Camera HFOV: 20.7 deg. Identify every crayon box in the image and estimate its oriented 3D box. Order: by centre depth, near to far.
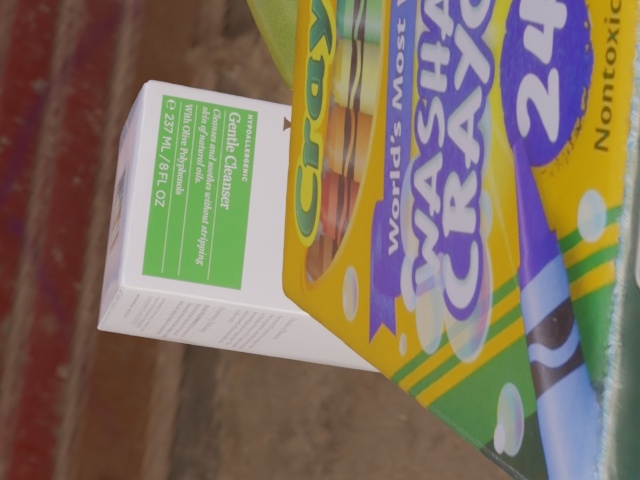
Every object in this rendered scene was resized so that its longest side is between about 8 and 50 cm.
[{"bbox_3d":[0.058,-0.059,0.522,0.323,0.083,0.203,-148,60,-73],"label":"crayon box"}]

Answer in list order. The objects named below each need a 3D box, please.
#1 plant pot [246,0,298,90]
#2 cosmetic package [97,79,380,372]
[{"bbox_3d":[-0.004,-0.363,1.935,0.274,0.293,0.275,-33,10,7],"label":"plant pot"},{"bbox_3d":[0.000,0.000,1.555,0.155,0.365,0.197,130,145,-67],"label":"cosmetic package"}]
